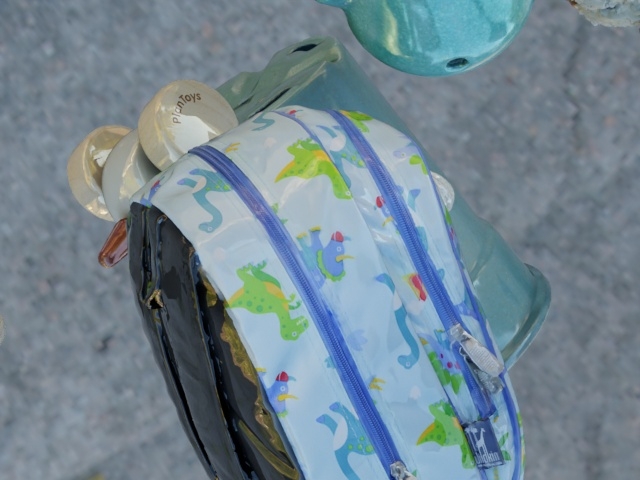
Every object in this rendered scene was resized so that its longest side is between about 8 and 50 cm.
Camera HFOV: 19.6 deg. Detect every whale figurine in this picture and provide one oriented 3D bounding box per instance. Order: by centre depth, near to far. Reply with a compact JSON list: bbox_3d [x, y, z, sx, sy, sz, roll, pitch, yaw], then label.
[{"bbox_3d":[0.092,-0.228,1.568,0.216,0.141,0.272,-14,163,10],"label":"whale figurine"}]

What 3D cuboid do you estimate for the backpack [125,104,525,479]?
[{"bbox_3d":[0.001,0.083,1.282,0.273,0.290,0.355,-40,111,-5],"label":"backpack"}]

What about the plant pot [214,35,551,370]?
[{"bbox_3d":[0.000,0.000,1.838,0.341,0.341,0.334,-35,106,-5],"label":"plant pot"}]

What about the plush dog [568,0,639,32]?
[{"bbox_3d":[0.282,-0.310,1.842,0.210,0.262,0.225,-45,150,-23],"label":"plush dog"}]

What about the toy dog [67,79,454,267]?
[{"bbox_3d":[-0.067,0.007,1.571,0.333,0.161,0.220,21,149,-3],"label":"toy dog"}]

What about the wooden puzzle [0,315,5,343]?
[{"bbox_3d":[-0.468,0.133,1.538,0.348,0.322,0.080,-19,87,-31],"label":"wooden puzzle"}]
